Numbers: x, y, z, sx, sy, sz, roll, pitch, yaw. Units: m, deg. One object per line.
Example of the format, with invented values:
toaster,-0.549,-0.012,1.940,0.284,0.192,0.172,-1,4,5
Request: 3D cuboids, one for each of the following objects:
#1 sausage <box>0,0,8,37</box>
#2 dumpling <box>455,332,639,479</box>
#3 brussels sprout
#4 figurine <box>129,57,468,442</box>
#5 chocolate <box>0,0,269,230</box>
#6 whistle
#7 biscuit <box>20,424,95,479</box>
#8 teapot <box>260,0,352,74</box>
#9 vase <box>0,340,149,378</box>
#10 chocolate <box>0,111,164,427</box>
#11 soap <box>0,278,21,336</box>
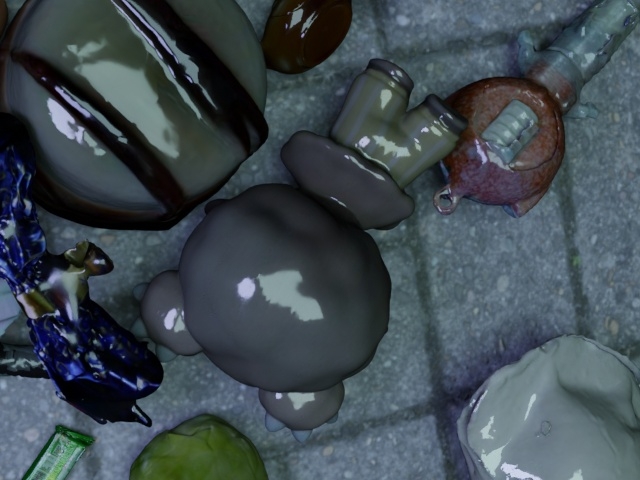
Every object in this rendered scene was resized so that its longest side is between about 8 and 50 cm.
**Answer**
sausage,-0.404,-0.123,0.935,0.121,0.121,0.304,37,66,-17
dumpling,0.309,0.277,1.206,0.260,0.181,0.341,-34,82,-22
brussels sprout,-0.119,0.264,1.088,0.152,0.122,0.149,1,97,-17
figurine,0.001,-0.001,1.063,0.248,0.203,0.380,36,82,-14
chocolate,-0.164,-0.135,0.987,0.284,0.186,0.283,-4,99,-27
whistle,0.237,-0.151,1.172,0.142,0.133,0.346,37,72,19
biscuit,-0.277,0.233,1.090,0.046,0.016,0.089,36,84,-19
teapot,-0.024,-0.230,1.106,0.129,0.078,0.098,-51,151,-9
vase,-0.260,0.125,1.065,0.167,0.059,0.059,6,93,-18
chocolate,-0.241,0.053,0.949,0.148,0.126,0.343,-19,117,20
soap,-0.396,0.068,0.964,0.230,0.091,0.145,-19,104,-43
